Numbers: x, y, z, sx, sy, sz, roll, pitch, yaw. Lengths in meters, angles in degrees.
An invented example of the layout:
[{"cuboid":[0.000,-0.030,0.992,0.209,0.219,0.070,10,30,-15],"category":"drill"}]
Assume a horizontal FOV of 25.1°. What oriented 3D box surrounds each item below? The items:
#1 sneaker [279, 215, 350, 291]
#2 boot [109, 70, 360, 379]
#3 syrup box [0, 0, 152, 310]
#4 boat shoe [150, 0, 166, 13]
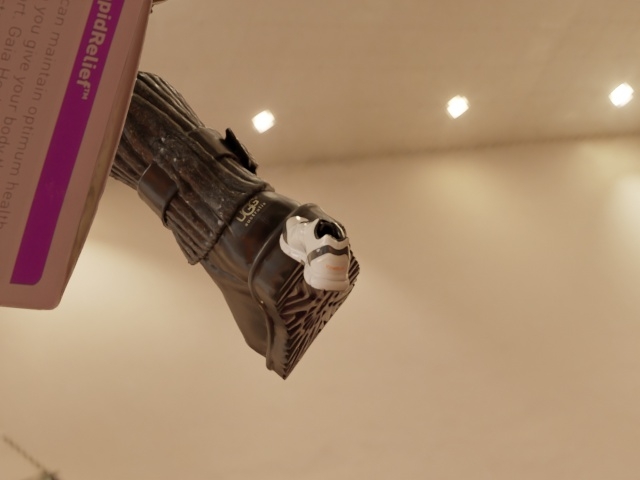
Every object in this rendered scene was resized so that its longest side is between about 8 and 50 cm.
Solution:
[{"cuboid":[0.000,0.000,1.060,0.040,0.109,0.043,3,-71,-21],"category":"sneaker"},{"cuboid":[-0.098,-0.014,1.419,0.131,0.260,0.348,-50,-16,-18],"category":"boot"},{"cuboid":[-0.157,-0.051,0.282,0.237,0.093,0.096,10,-78,-46],"category":"syrup box"},{"cuboid":[-0.178,-0.249,1.274,0.123,0.116,0.324,-49,14,-16],"category":"boat shoe"}]
